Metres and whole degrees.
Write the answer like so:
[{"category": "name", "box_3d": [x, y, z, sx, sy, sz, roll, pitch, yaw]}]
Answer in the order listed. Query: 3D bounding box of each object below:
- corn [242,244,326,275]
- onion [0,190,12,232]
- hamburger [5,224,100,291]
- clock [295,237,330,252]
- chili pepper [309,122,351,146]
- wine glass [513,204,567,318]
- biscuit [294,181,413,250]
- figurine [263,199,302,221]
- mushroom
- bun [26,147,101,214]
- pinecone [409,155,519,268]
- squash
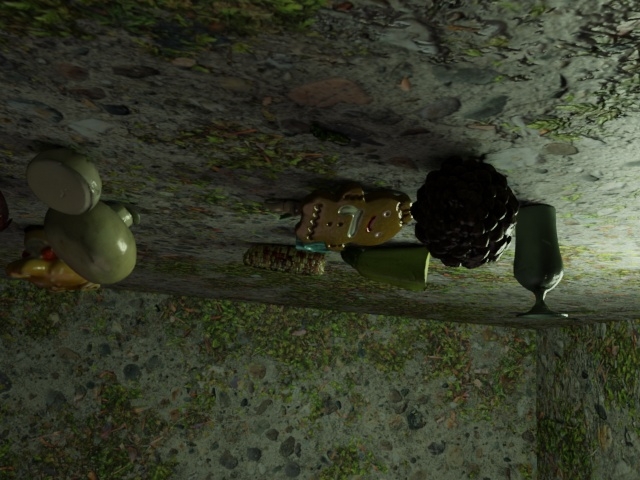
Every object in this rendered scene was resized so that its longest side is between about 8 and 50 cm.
[{"category": "corn", "box_3d": [-0.108, 0.056, 1.832, 0.253, 0.086, 0.086, 6, 167, 1]}, {"category": "onion", "box_3d": [-0.775, -0.088, 1.313, 0.159, 0.160, 0.195, 4, 137, 0]}, {"category": "hamburger", "box_3d": [-0.802, 0.066, 1.872, 0.260, 0.187, 0.302, -1, 164, 19]}, {"category": "clock", "box_3d": [0.000, -0.001, 1.631, 0.108, 0.045, 0.147, 7, 167, -19]}, {"category": "chili pepper", "box_3d": [0.011, -0.167, 0.957, 0.083, 0.022, 0.027, 13, -162, -38]}, {"category": "wine glass", "box_3d": [0.457, 0.046, 1.270, 0.103, 0.231, 0.103, 2, 166, 0]}, {"category": "biscuit", "box_3d": [0.073, -0.043, 1.260, 0.248, 0.035, 0.184, 2, 136, -18]}, {"category": "figurine", "box_3d": [-0.040, -0.057, 1.350, 0.187, 0.083, 0.083, 10, 170, 22]}, {"category": "mushroom", "box_3d": [-0.533, -0.012, 1.453, 0.246, 0.202, 0.246, 27, 140, 25]}, {"category": "bun", "box_3d": [-0.477, -0.123, 1.152, 0.138, 0.094, 0.138, 6, 132, 7]}, {"category": "pinecone", "box_3d": [0.262, -0.046, 1.065, 0.204, 0.179, 0.184, -8, 137, -51]}, {"category": "squash", "box_3d": [0.192, 0.079, 1.758, 0.287, 0.137, 0.137, 1, 167, 30]}]
